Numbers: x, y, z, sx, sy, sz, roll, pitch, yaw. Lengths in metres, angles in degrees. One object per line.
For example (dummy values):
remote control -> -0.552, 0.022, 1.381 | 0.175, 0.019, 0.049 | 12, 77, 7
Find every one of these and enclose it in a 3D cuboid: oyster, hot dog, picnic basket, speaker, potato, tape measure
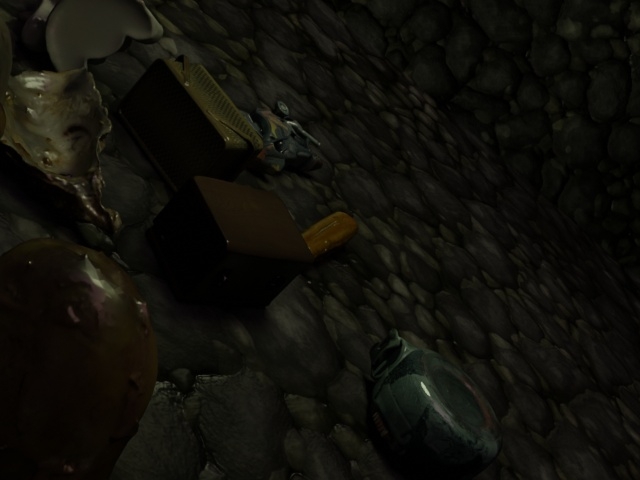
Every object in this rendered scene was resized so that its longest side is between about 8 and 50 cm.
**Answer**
oyster -> -0.461, -0.169, 1.567 | 0.204, 0.111, 0.396 | 4, 46, -30
hot dog -> 0.001, -0.004, 2.021 | 0.088, 0.061, 0.286 | 47, 27, 12
picnic basket -> -0.257, -0.225, 1.845 | 0.267, 0.165, 0.139 | 52, 25, 13
speaker -> -0.158, 0.007, 1.667 | 0.230, 0.153, 0.193 | 9, 43, -51
potato -> -0.306, 0.142, 1.156 | 0.288, 0.237, 0.301 | 39, 27, -13
tape measure -> 0.214, 0.328, 1.762 | 0.256, 0.147, 0.275 | 33, 24, -28

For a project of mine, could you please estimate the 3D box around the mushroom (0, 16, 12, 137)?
mushroom -> -0.553, -0.270, 1.453 | 0.407, 0.137, 0.154 | -116, -166, -54

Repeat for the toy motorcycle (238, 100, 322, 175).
toy motorcycle -> -0.107, -0.225, 2.147 | 0.307, 0.108, 0.173 | -3, 62, -58

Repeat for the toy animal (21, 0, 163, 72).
toy animal -> -0.451, -0.457, 1.845 | 0.206, 0.271, 0.265 | 60, 3, -31
